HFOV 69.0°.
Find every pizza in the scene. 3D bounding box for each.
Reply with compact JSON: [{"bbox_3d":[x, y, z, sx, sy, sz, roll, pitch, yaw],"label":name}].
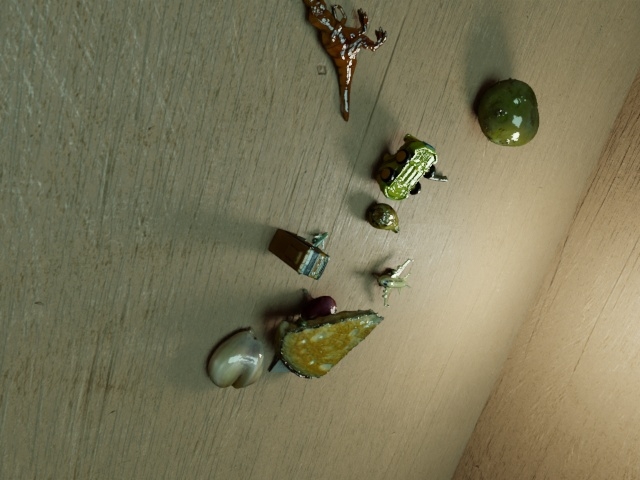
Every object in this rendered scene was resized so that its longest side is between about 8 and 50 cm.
[{"bbox_3d":[-0.026,0.372,1.723,0.392,0.080,0.435,19,121,-42],"label":"pizza"}]

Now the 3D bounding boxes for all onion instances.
[{"bbox_3d":[-0.019,0.240,1.773,0.150,0.150,0.140,-27,94,-28],"label":"onion"}]

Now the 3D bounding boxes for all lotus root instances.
[{"bbox_3d":[0.260,-0.083,1.855,0.108,0.094,0.191,-40,148,15],"label":"lotus root"}]

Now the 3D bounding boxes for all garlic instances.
[{"bbox_3d":[-0.284,0.432,1.646,0.217,0.110,0.228,6,109,-40],"label":"garlic"}]

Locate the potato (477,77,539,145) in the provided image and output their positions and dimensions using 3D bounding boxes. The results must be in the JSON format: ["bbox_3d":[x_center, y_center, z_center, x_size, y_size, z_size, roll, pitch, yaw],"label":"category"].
[{"bbox_3d":[0.824,-0.522,2.013,0.359,0.219,0.269,28,86,-48],"label":"potato"}]

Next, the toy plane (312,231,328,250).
[{"bbox_3d":[-0.002,-0.001,1.706,0.083,0.033,0.080,-51,136,-17],"label":"toy plane"}]

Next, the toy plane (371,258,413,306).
[{"bbox_3d":[0.317,0.181,2.037,0.256,0.104,0.242,17,104,-45],"label":"toy plane"}]

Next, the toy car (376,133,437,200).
[{"bbox_3d":[0.311,-0.278,1.750,0.200,0.142,0.248,20,119,-45],"label":"toy car"}]

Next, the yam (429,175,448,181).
[{"bbox_3d":[0.497,-0.271,2.003,0.129,0.033,0.027,2,138,-38],"label":"yam"}]

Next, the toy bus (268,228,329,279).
[{"bbox_3d":[-0.074,0.042,1.544,0.114,0.201,0.098,21,98,-43],"label":"toy bus"}]

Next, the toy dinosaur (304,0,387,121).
[{"bbox_3d":[0.097,-0.584,1.424,0.208,0.097,0.432,-35,130,-4],"label":"toy dinosaur"}]

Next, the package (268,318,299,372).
[{"bbox_3d":[-0.074,0.434,1.865,0.204,0.062,0.251,20,103,-44],"label":"package"}]
